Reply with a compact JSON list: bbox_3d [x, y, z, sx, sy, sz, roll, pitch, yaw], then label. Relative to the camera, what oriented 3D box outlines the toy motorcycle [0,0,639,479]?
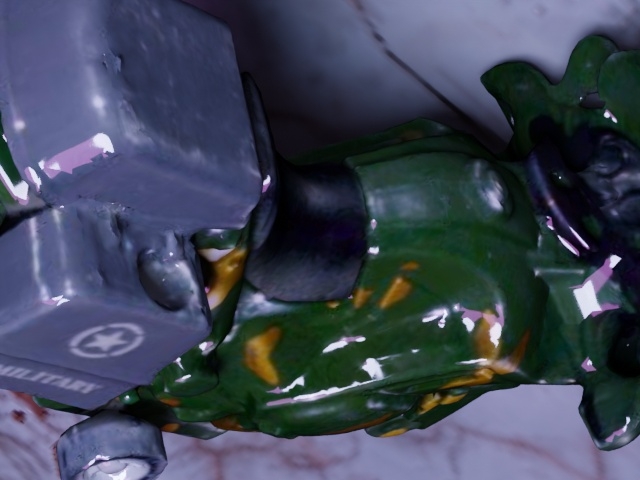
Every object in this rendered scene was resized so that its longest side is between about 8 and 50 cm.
[{"bbox_3d":[0.000,0.000,0.440,0.187,0.124,0.275,-31,150,30],"label":"toy motorcycle"}]
